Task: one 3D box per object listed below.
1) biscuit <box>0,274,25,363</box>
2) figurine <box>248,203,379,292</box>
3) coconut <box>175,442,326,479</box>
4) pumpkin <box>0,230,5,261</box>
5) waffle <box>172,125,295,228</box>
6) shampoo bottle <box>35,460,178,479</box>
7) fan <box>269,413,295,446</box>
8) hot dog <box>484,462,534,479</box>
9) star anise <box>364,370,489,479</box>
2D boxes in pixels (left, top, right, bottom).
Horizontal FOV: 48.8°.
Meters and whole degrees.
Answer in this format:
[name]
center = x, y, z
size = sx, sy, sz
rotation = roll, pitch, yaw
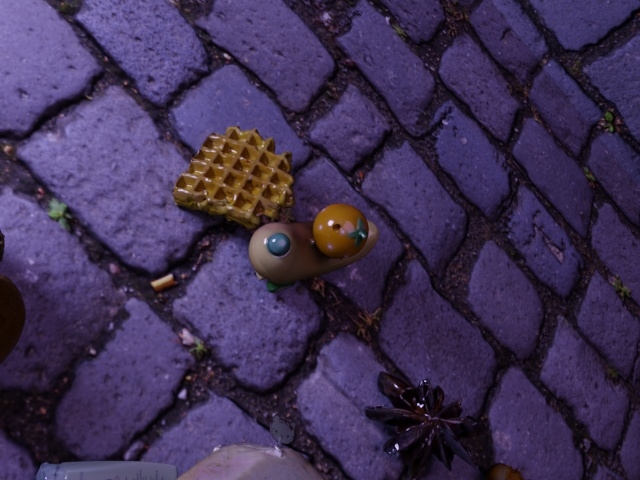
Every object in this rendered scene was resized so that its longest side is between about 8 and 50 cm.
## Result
[biscuit]
center = -0.512, 0.123, 0.985
size = 0.049, 0.208, 0.181
rotation = 39, 16, 34
[figurine]
center = 0.000, 0.000, 1.393
size = 0.325, 0.222, 0.124
rotation = -11, 75, -39
[coconut]
center = -0.077, 0.494, 1.066
size = 0.353, 0.353, 0.352
rotation = 16, 62, -32
[pumpkin]
center = -0.554, 0.005, 1.014
size = 0.190, 0.146, 0.190
rotation = -7, 101, -40
[waffle]
center = -0.141, -0.128, 1.379
size = 0.219, 0.057, 0.229
rotation = 19, 53, 10
[shampoo bottle]
center = -0.326, 0.378, 1.090
size = 0.213, 0.049, 0.072
rotation = 11, 68, -33
[fan]
center = -0.074, 0.367, 1.318
size = 0.056, 0.004, 0.083
rotation = 32, 55, -23
[hot dog]
center = 0.382, 0.638, 1.474
size = 0.158, 0.117, 0.348
rotation = 29, 51, 0
[star anise]
center = 0.214, 0.382, 1.461
size = 0.283, 0.129, 0.212
rotation = 13, 57, -23
